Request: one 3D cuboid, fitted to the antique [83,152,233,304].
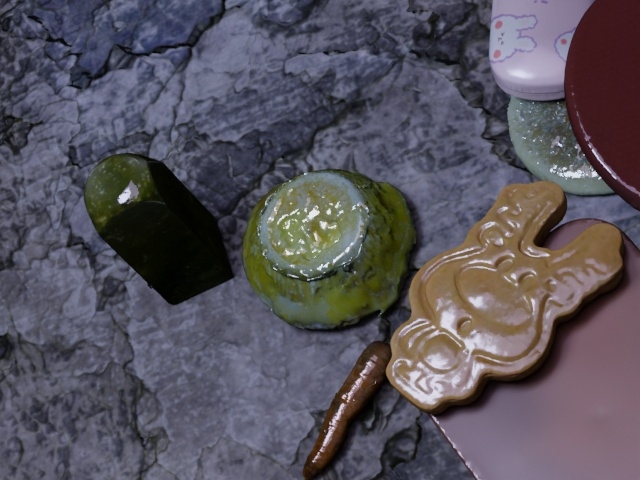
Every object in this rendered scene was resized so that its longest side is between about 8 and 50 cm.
[{"bbox_3d":[-0.171,-0.019,1.996,0.081,0.221,0.080,-25,60,7],"label":"antique"}]

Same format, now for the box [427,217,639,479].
[{"bbox_3d":[0.271,0.196,1.745,0.239,0.229,0.339,-36,60,-1],"label":"box"}]

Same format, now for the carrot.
[{"bbox_3d":[0.026,0.172,1.951,0.036,0.035,0.165,29,80,27],"label":"carrot"}]

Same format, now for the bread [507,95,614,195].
[{"bbox_3d":[0.279,-0.101,1.992,0.193,0.036,0.112,6,69,22],"label":"bread"}]

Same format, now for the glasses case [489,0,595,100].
[{"bbox_3d":[0.244,-0.280,2.056,0.113,0.075,0.297,0,61,13],"label":"glasses case"}]

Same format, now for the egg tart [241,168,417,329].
[{"bbox_3d":[0.000,0.000,2.014,0.197,0.078,0.197,-8,64,17],"label":"egg tart"}]

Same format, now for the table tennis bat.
[{"bbox_3d":[0.400,-0.096,1.912,0.268,0.051,0.414,-18,68,-10],"label":"table tennis bat"}]

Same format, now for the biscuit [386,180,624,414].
[{"bbox_3d":[0.155,0.053,1.703,0.236,0.040,0.144,-45,55,-8],"label":"biscuit"}]
